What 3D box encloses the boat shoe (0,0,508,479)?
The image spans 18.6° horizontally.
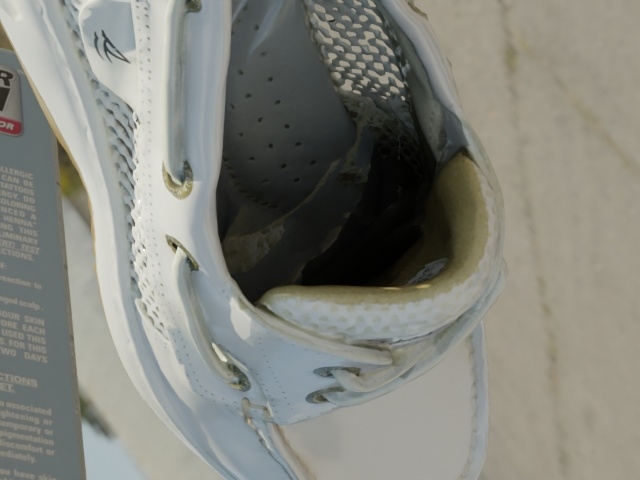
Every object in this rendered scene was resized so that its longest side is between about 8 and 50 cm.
[{"bbox_3d":[0.000,0.000,0.490,0.096,0.098,0.277,31,157,41],"label":"boat shoe"}]

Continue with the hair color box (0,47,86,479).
[{"bbox_3d":[-0.180,0.104,0.790,0.113,0.185,0.374,13,-137,-25],"label":"hair color box"}]
